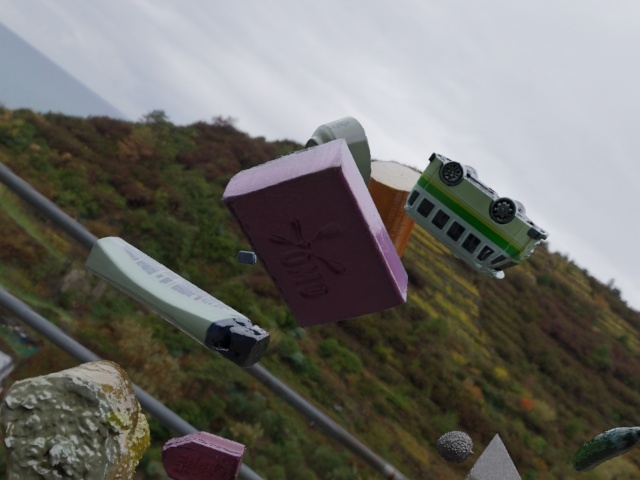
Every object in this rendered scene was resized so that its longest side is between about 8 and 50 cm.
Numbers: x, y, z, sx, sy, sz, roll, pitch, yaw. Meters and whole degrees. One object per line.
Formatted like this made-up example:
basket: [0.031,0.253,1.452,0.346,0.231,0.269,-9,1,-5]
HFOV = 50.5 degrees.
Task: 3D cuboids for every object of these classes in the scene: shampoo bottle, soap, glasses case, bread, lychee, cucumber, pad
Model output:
shampoo bottle: [-0.263,0.111,1.230,0.359,0.078,0.134,30,4,14]
soap: [0.000,0.001,0.973,0.081,0.181,0.259,-75,145,-52]
glasses case: [-0.194,0.047,1.818,0.023,0.034,0.083,13,-5,-36]
bread: [-0.334,0.273,0.953,0.246,0.176,0.196,141,-61,-78]
soap: [-0.374,0.689,2.126,0.249,0.162,0.099,16,12,6]
lychee: [0.295,0.450,1.480,0.083,0.068,0.067,13,39,-9]
cucumber: [0.399,0.288,0.949,0.037,0.037,0.155,37,-41,5]
pad: [0.421,0.596,1.603,0.003,0.158,0.235,-2,-57,52]

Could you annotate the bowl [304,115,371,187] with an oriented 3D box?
bowl: [0.029,-0.201,1.680,0.112,0.212,0.211,-6,20,-25]

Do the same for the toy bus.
toy bus: [0.316,-0.046,1.405,0.276,0.165,0.133,42,17,21]

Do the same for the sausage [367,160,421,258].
sausage: [0.222,-0.103,2.342,0.233,0.287,0.233,16,27,-8]

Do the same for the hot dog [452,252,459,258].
hot dog: [0.397,0.014,1.654,0.191,0.059,0.108,-8,26,-41]
